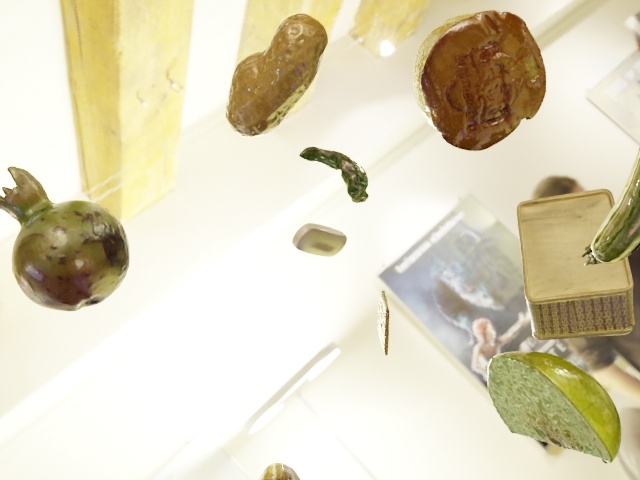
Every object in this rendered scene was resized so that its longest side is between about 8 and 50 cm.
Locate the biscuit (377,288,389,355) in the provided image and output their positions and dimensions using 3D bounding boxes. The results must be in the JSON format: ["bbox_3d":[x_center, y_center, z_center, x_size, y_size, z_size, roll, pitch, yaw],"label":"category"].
[{"bbox_3d":[0.170,0.213,1.903,0.203,0.016,0.144,-90,0,-76],"label":"biscuit"}]

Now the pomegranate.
[{"bbox_3d":[-0.525,0.004,1.409,0.242,0.306,0.242,-46,-17,-18],"label":"pomegranate"}]

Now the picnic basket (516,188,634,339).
[{"bbox_3d":[0.578,0.054,1.609,0.175,0.228,0.312,62,-154,-44],"label":"picnic basket"}]

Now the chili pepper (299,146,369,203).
[{"bbox_3d":[0.040,-0.154,1.525,0.073,0.182,0.050,-48,-20,-6],"label":"chili pepper"}]

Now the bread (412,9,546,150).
[{"bbox_3d":[0.309,-0.316,1.392,0.270,0.270,0.148,-45,25,5],"label":"bread"}]

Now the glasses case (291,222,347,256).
[{"bbox_3d":[0.000,0.000,1.765,0.193,0.049,0.074,13,-63,-54],"label":"glasses case"}]

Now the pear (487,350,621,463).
[{"bbox_3d":[0.451,0.289,1.405,0.139,0.239,0.288,-47,16,-20],"label":"pear"}]

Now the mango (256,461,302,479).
[{"bbox_3d":[-0.072,0.467,1.182,0.111,0.133,0.267,-10,7,9],"label":"mango"}]

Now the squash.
[{"bbox_3d":[0.476,-0.058,1.050,0.080,0.071,0.318,-13,-39,-14],"label":"squash"}]

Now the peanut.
[{"bbox_3d":[-0.072,-0.249,1.076,0.226,0.108,0.095,-43,8,33],"label":"peanut"}]
